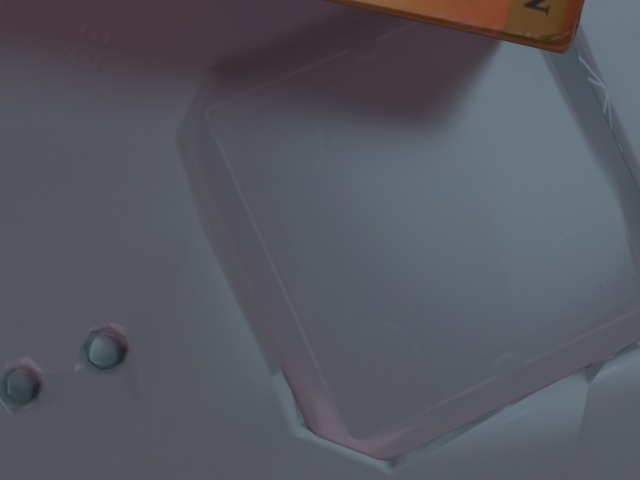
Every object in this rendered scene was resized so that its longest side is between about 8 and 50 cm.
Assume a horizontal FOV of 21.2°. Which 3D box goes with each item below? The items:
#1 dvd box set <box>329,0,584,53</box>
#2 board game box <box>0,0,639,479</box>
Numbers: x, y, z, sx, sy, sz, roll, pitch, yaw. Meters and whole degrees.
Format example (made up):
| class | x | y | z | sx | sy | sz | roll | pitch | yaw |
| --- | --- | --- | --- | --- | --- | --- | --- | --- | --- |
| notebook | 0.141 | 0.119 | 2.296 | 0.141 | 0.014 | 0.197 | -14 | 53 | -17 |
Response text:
| class | x | y | z | sx | sy | sz | roll | pitch | yaw |
| --- | --- | --- | --- | --- | --- | --- | --- | --- | --- |
| dvd box set | -0.109 | -0.233 | 0.368 | 0.420 | 0.062 | 0.307 | 10 | 102 | -10 |
| board game box | 0.026 | -0.005 | 0.477 | 0.390 | 0.390 | 0.050 | 23 | 168 | -8 |
